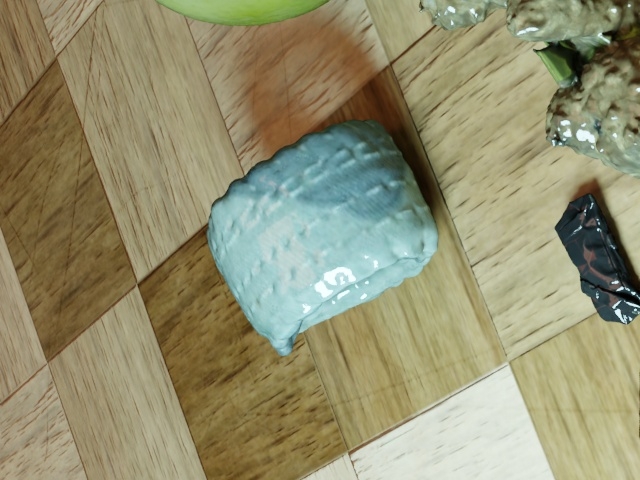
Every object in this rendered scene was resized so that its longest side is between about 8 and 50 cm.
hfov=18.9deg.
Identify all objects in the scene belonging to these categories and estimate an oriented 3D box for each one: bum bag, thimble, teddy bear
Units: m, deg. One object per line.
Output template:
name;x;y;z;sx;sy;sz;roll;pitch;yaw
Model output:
bum bag;0.255;0.020;1.757;0.058;0.034;0.124;-33;74;45
thimble;0.000;0.000;1.973;0.250;0.205;0.172;-36;76;37
teddy bear;0.200;-0.163;1.623;0.296;0.246;0.222;5;73;20

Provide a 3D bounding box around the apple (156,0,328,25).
apple;-0.071;-0.353;1.894;0.254;0.292;0.292;17;117;26
